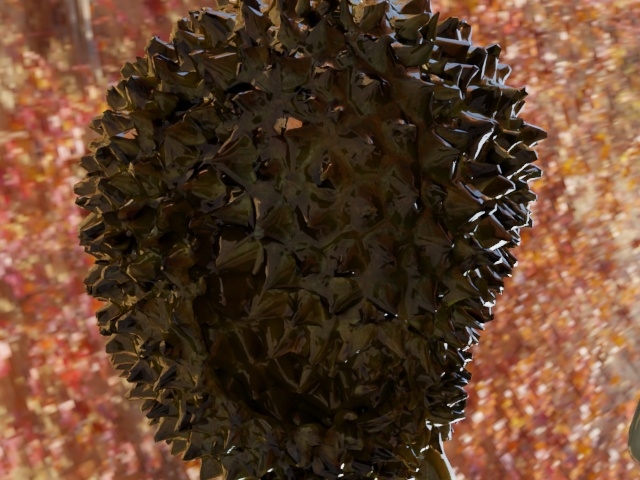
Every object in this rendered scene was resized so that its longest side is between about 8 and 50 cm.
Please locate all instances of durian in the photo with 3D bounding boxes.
[{"bbox_3d":[-0.011,-0.004,0.767,0.258,0.258,0.293,12,-89,31],"label":"durian"}]

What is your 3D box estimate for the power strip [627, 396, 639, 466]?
[{"bbox_3d":[0.235,-0.068,0.654,0.062,0.091,0.385,13,-98,45],"label":"power strip"}]
